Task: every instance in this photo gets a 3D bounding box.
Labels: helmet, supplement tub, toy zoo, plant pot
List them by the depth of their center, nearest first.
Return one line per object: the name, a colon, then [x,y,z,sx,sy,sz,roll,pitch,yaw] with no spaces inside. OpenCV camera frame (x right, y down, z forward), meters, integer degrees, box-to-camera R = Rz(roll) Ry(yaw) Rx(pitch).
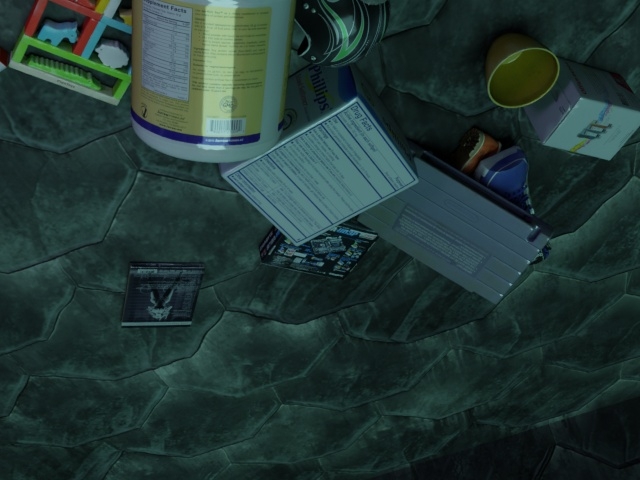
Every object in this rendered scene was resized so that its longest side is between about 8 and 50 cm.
supplement tub: [-0.159,-0.308,1.234,0.241,0.241,0.331,-1,120,-16]
toy zoo: [-0.350,-0.358,1.324,0.192,0.030,0.293,17,131,-32]
helmet: [0.028,-0.360,1.327,0.169,0.169,0.162,-21,119,7]
plant pot: [0.356,-0.325,1.527,0.134,0.095,0.134,-9,140,-8]

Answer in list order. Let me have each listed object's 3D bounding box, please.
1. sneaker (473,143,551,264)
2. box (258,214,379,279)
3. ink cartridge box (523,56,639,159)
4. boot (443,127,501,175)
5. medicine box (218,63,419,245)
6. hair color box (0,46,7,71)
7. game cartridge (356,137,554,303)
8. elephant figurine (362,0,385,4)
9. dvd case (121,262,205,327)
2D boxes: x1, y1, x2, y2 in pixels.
sneaker: [0.422,-0.048,1.781,0.127,0.182,0.315,-26,147,-9]
box: [0.000,0.000,1.832,0.220,0.051,0.175,13,133,-29]
ink cartridge box: [0.514,-0.256,1.630,0.176,0.128,0.127,9,135,-25]
boot: [0.310,-0.159,1.740,0.084,0.059,0.158,12,133,-35]
medicine box: [-0.006,-0.165,1.562,0.289,0.149,0.263,-28,138,15]
hair color box: [-0.581,-0.276,1.338,0.141,0.043,0.072,-28,138,14]
game cartridge: [0.271,-0.034,1.731,0.355,0.068,0.230,32,136,3]
elephant figurine: [0.057,-0.408,1.133,0.186,0.239,0.169,-3,125,28]
dvd case: [-0.361,0.127,1.897,0.164,0.018,0.221,1,137,-20]
